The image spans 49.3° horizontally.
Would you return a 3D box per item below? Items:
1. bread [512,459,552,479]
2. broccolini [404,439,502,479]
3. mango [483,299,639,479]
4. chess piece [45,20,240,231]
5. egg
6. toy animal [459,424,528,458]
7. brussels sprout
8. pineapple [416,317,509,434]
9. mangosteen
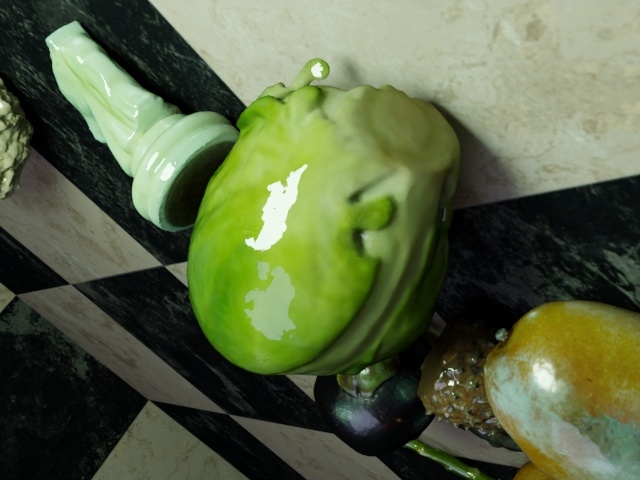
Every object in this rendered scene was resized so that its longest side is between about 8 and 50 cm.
[{"bbox_3d":[0.453,0.517,1.235,0.312,0.172,0.312,24,146,18],"label":"bread"},{"bbox_3d":[0.207,0.454,1.511,0.392,0.079,0.074,25,-168,15],"label":"broccolini"},{"bbox_3d":[0.366,0.203,0.778,0.384,0.221,0.199,28,-169,2],"label":"mango"},{"bbox_3d":[-0.255,-0.159,0.954,0.298,0.176,0.176,40,155,16],"label":"chess piece"},{"bbox_3d":[-0.641,-0.174,1.201,0.279,0.279,0.310,43,139,-16],"label":"egg"},{"bbox_3d":[0.280,0.308,1.171,0.232,0.084,0.148,19,150,20],"label":"toy animal"},{"bbox_3d":[0.000,0.000,0.780,0.276,0.315,0.371,16,151,-17],"label":"brussels sprout"},{"bbox_3d":[0.321,0.229,0.958,0.364,0.165,0.165,23,151,3],"label":"pineapple"},{"bbox_3d":[0.082,0.214,1.102,0.243,0.243,0.243,26,151,15],"label":"mangosteen"}]
